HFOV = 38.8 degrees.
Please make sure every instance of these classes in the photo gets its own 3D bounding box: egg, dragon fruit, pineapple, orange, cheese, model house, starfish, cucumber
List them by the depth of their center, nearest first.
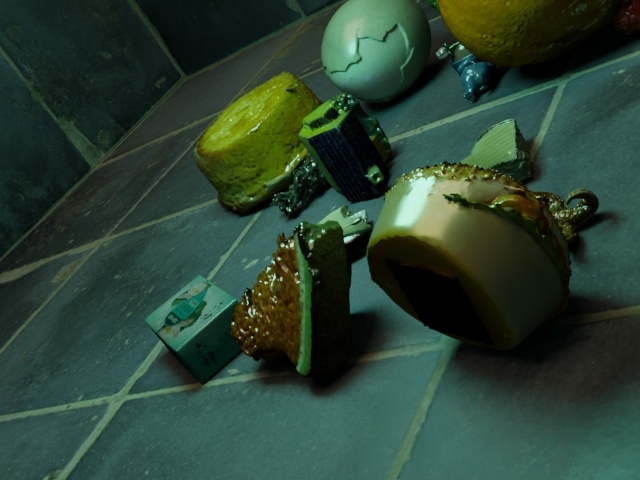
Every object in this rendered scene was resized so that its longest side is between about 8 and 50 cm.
[{"bbox_3d":[0.334,-0.030,1.418,0.146,0.074,0.189,-42,23,-22],"label":"starfish"},{"bbox_3d":[-0.011,0.047,1.775,0.284,0.056,0.056,-30,22,10],"label":"cucumber"},{"bbox_3d":[0.651,-0.458,1.846,0.116,0.081,0.086,-7,14,-11],"label":"dragon fruit"},{"bbox_3d":[-0.001,-0.001,1.861,0.235,0.050,0.127,-31,25,13],"label":"cheese"},{"bbox_3d":[0.459,-0.553,1.920,0.423,0.424,0.326,-29,66,14],"label":"orange"},{"bbox_3d":[0.074,-0.207,1.985,0.170,0.194,0.211,-33,21,-3],"label":"model house"},{"bbox_3d":[-0.020,-0.161,2.142,0.251,0.125,0.125,-48,25,-16],"label":"pineapple"},{"bbox_3d":[0.139,-0.499,2.373,0.278,0.278,0.336,-12,28,43],"label":"egg"}]

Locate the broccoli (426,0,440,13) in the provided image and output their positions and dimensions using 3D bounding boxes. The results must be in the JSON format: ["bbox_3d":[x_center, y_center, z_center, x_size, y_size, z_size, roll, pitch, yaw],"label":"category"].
[{"bbox_3d":[0.430,-0.724,2.402,0.413,0.321,0.310,11,-7,9],"label":"broccoli"}]

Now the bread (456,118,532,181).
[{"bbox_3d":[0.324,-0.141,1.673,0.232,0.064,0.172,-46,25,-23],"label":"bread"}]

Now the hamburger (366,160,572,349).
[{"bbox_3d":[0.207,0.018,1.247,0.294,0.276,0.179,11,55,46],"label":"hamburger"}]

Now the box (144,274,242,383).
[{"bbox_3d":[-0.236,0.169,1.790,0.153,0.092,0.245,-40,22,-14],"label":"box"}]

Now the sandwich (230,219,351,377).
[{"bbox_3d":[-0.032,0.115,1.552,0.162,0.251,0.301,3,-14,-35],"label":"sandwich"}]

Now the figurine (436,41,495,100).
[{"bbox_3d":[0.347,-0.412,2.104,0.114,0.144,0.178,-37,28,35],"label":"figurine"}]

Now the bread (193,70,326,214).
[{"bbox_3d":[-0.151,-0.249,2.367,0.398,0.215,0.398,-32,26,17],"label":"bread"}]
